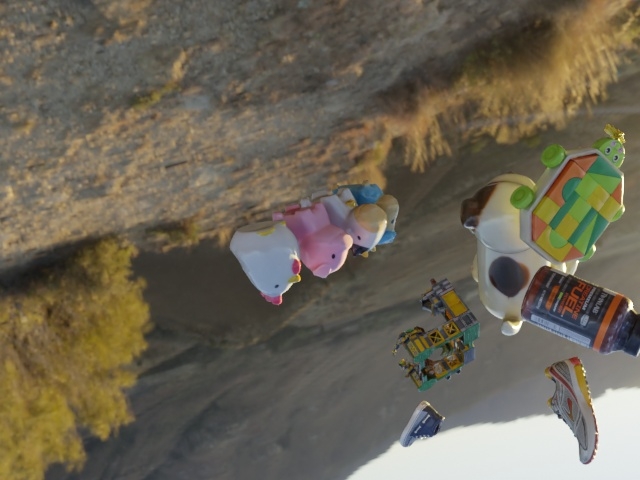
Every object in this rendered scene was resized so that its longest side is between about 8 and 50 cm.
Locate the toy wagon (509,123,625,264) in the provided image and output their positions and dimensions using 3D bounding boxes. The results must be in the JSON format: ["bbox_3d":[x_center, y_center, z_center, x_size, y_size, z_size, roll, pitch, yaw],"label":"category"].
[{"bbox_3d":[0.605,-0.115,1.852,0.344,0.267,0.068,-54,-151,3],"label":"toy wagon"}]

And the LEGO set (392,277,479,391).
[{"bbox_3d":[0.304,0.253,2.210,0.255,0.192,0.331,-33,149,0],"label":"LEGO set"}]

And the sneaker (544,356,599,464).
[{"bbox_3d":[0.541,0.369,1.711,0.092,0.225,0.088,-14,154,13],"label":"sneaker"}]

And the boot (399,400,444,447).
[{"bbox_3d":[0.314,0.594,2.464,0.069,0.086,0.190,-19,138,-44],"label":"boot"}]

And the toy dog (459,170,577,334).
[{"bbox_3d":[0.490,0.003,2.085,0.284,0.395,0.408,14,146,29],"label":"toy dog"}]

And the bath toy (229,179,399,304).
[{"bbox_3d":[0.000,0.000,1.297,0.151,0.129,0.348,-1,-164,37],"label":"bath toy"}]

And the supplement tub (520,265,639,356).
[{"bbox_3d":[0.446,0.122,1.329,0.197,0.106,0.106,23,-173,24],"label":"supplement tub"}]
